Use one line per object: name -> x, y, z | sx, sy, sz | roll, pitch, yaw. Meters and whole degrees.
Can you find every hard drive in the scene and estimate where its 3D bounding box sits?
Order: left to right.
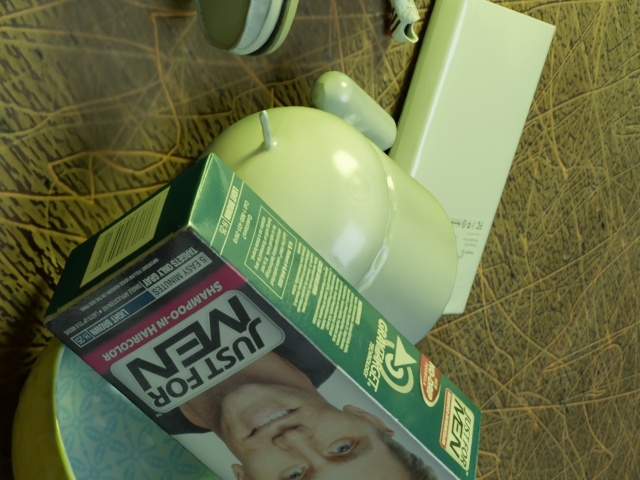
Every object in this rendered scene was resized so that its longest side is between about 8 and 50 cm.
hard drive -> 0.147, -0.090, 1.811 | 0.233, 0.047, 0.353 | 4, 105, -58

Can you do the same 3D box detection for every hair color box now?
hair color box -> -0.040, 0.109, 1.349 | 0.347, 0.174, 0.105 | 44, 32, -23

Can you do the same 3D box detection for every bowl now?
bowl -> -0.169, 0.205, 1.404 | 0.156, 0.289, 0.289 | -30, 167, 32

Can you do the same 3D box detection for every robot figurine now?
robot figurine -> 0.000, 0.000, 1.506 | 0.353, 0.200, 0.300 | 36, 63, -60

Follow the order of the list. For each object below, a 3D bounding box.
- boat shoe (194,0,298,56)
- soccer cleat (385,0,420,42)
boat shoe -> -0.080, -0.287, 1.278 | 0.103, 0.113, 0.302 | -23, 122, -43
soccer cleat -> 0.084, -0.235, 1.632 | 0.029, 0.036, 0.083 | -38, 140, -38
